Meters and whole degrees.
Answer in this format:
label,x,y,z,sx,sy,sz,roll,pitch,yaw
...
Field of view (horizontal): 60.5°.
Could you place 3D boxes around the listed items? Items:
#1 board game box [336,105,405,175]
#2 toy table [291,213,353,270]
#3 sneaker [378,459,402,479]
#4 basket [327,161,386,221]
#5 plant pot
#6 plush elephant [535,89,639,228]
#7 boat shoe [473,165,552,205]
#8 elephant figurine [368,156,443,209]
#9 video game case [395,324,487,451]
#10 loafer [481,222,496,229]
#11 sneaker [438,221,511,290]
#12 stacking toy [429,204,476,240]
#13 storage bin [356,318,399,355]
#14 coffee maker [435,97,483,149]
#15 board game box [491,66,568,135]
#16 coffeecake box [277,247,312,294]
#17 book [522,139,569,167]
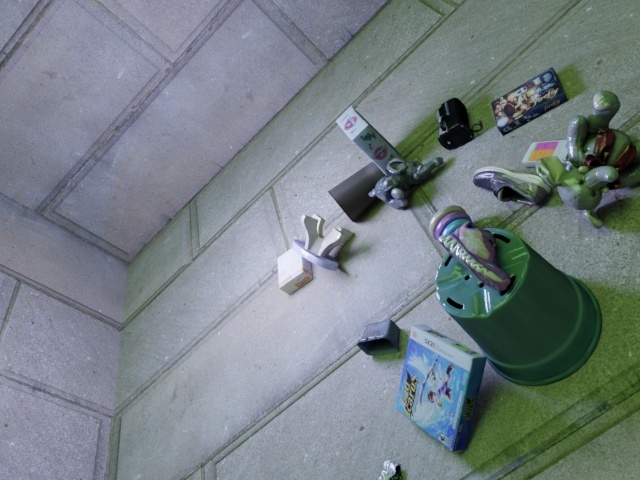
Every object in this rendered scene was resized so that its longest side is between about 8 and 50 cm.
label,x,y,z,sx,sy,sz,roll,pitch,yaw
board game box,0.224,-0.399,2.280,0.097,0.303,0.224,-44,34,13
toy table,0.000,0.000,2.262,0.274,0.252,0.161,33,103,44
sneaker,0.202,0.678,1.559,0.069,0.038,0.098,-10,53,46
basket,0.170,-0.211,2.305,0.227,0.204,0.154,-39,62,3
plant pot,0.492,0.158,1.428,0.341,0.334,0.341,-30,40,30
plush elephant,0.757,-0.196,1.510,0.255,0.272,0.330,-56,3,-29
boat shoe,0.610,-0.174,1.800,0.285,0.103,0.092,21,71,49
elephant figurine,0.339,-0.250,2.176,0.239,0.186,0.169,-52,-11,-18
video game case,0.328,0.405,1.537,0.244,0.061,0.269,24,106,57
loafer,0.569,0.002,1.735,0.056,0.050,0.148,-43,50,20
sneaker,0.381,0.026,1.304,0.104,0.095,0.236,-41,34,3
stacking toy,0.483,0.025,1.752,0.141,0.141,0.330,-44,39,12
storage bin,0.198,0.320,1.852,0.135,0.098,0.091,-21,34,38
coffee maker,0.541,-0.465,2.155,0.171,0.120,0.178,-10,50,16
board game box,0.749,-0.503,1.986,0.243,0.042,0.165,-29,40,31
coffeecake box,-0.115,0.123,2.418,0.142,0.068,0.185,-35,37,24
book,0.749,-0.286,1.799,0.144,0.035,0.096,7,62,52
